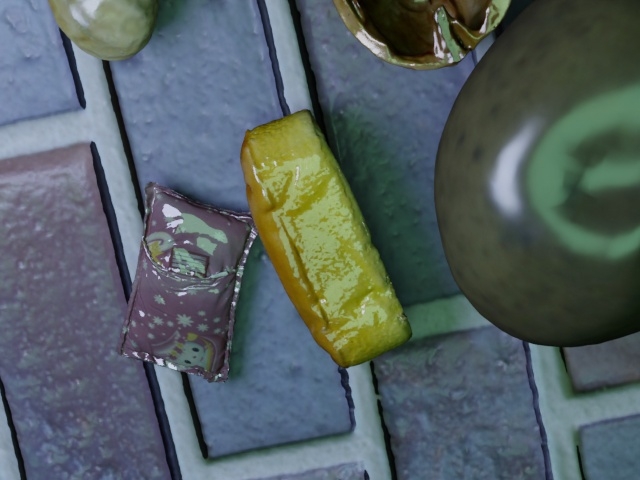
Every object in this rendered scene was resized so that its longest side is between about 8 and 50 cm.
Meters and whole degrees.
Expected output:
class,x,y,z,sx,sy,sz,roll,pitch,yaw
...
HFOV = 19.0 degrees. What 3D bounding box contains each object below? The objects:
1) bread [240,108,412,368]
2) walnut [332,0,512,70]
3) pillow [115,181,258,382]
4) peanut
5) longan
class,x,y,z,sx,sy,sz,roll,pitch,yaw
bread,0.000,0.000,1.761,0.094,0.102,0.245,-25,106,3
walnut,0.087,-0.259,1.678,0.167,0.087,0.211,-17,104,15
pillow,-0.125,0.040,1.809,0.118,0.043,0.185,14,112,0
peanut,-0.219,-0.289,1.675,0.125,0.111,0.274,-29,104,7
longan,0.242,-0.071,1.625,0.288,0.288,0.350,26,112,-5
